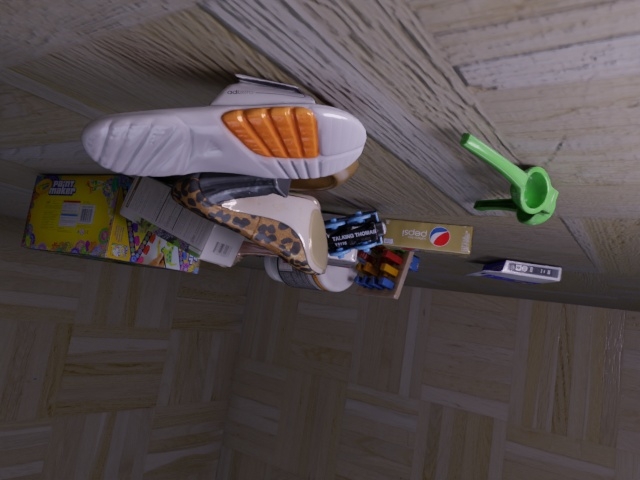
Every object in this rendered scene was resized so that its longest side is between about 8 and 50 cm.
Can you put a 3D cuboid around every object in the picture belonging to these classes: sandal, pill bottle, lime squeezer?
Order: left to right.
[{"bbox_3d":[-0.086,-0.117,0.478,0.266,0.076,0.102,-1,151,-11],"label":"sandal"},{"bbox_3d":[-0.034,0.063,1.462,0.162,0.162,0.279,15,170,-41],"label":"pill bottle"},{"bbox_3d":[0.246,-0.068,0.628,0.110,0.058,0.310,38,-174,21],"label":"lime squeezer"}]

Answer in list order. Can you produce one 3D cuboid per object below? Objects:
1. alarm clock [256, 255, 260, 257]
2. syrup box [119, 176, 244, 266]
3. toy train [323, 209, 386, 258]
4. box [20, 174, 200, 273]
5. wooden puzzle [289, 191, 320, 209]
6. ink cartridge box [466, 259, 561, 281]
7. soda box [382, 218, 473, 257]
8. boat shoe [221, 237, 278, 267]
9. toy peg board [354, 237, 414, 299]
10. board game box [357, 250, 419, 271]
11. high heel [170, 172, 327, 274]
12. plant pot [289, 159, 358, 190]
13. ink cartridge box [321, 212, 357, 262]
[{"bbox_3d":[-0.215,0.028,1.811,0.192,0.064,0.129,3,171,19],"label":"alarm clock"},{"bbox_3d":[-0.262,-0.042,0.945,0.237,0.096,0.093,24,179,29],"label":"syrup box"},{"bbox_3d":[0.034,-0.009,0.951,0.184,0.080,0.105,-12,-174,8],"label":"toy train"},{"bbox_3d":[-0.477,-0.033,1.181,0.290,0.176,0.279,4,171,28],"label":"box"},{"bbox_3d":[-0.107,-0.076,0.884,0.221,0.044,0.238,9,178,0],"label":"wooden puzzle"},{"bbox_3d":[0.549,0.090,1.439,0.209,0.045,0.206,7,173,2],"label":"ink cartridge box"},{"bbox_3d":[0.226,-0.005,1.046,0.182,0.058,0.061,7,172,17],"label":"soda box"},{"bbox_3d":[-0.246,0.009,1.347,0.325,0.116,0.123,11,-161,15],"label":"boat shoe"},{"bbox_3d":[0.150,0.062,1.308,0.079,0.160,0.161,31,163,-28],"label":"toy peg board"},{"bbox_3d":[0.206,0.057,1.576,0.160,0.047,0.210,5,172,28],"label":"board game box"},{"bbox_3d":[-0.098,-0.022,0.759,0.186,0.093,0.261,0,146,22],"label":"high heel"},{"bbox_3d":[-0.066,-0.108,0.697,0.237,0.032,0.236,9,173,1],"label":"plant pot"},{"bbox_3d":[0.000,0.000,1.175,0.172,0.100,0.237,8,174,2],"label":"ink cartridge box"}]
